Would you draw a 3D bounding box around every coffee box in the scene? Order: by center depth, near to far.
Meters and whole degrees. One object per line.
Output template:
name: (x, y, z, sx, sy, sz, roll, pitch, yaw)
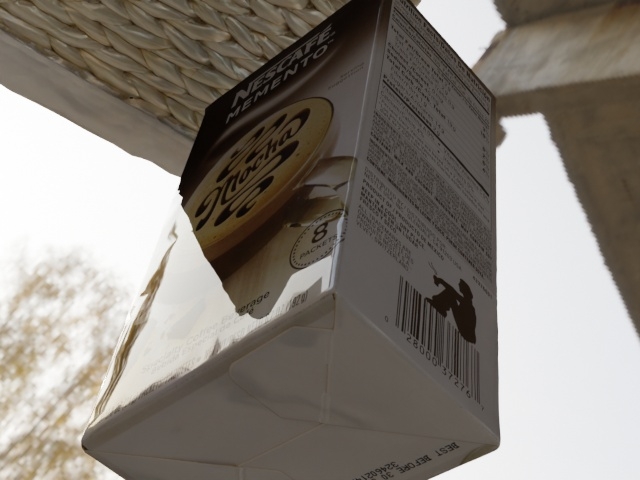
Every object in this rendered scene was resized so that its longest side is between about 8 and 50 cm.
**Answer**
coffee box: (0.000, 0.000, 0.574, 0.168, 0.297, 0.119, -32, -62, 29)

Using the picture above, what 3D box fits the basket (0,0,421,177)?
basket: (-0.133, -0.258, 0.820, 0.331, 0.328, 0.266, 26, -66, -36)
